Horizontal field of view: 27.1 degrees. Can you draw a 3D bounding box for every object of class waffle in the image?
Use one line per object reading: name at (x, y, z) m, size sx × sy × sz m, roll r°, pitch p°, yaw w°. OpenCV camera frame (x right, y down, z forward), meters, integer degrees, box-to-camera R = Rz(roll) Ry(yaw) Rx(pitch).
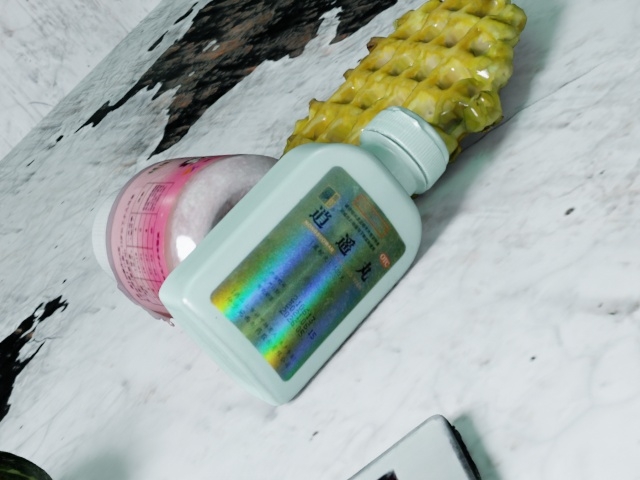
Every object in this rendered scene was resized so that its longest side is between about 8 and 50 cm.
waffle at (0.064, -0.121, 1.161) m, size 0.291 × 0.051 × 0.291 m, roll -33°, pitch 30°, yaw 21°

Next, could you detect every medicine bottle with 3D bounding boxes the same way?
medicine bottle at (-0.104, -0.001, 1.119) m, size 0.147 × 0.147 × 0.247 m, roll -49°, pitch 24°, yaw -19°
medicine bottle at (0.000, 0.000, 0.973) m, size 0.229 × 0.121 × 0.083 m, roll -47°, pitch 22°, yaw -17°

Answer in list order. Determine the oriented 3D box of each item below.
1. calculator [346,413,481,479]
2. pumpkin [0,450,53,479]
calculator at (0.034, 0.195, 0.684) m, size 0.161 × 0.021 × 0.262 m, roll -39°, pitch 22°, yaw 6°
pumpkin at (-0.259, 0.230, 0.963) m, size 0.167 × 0.125 × 0.167 m, roll -17°, pitch 36°, yaw 13°
